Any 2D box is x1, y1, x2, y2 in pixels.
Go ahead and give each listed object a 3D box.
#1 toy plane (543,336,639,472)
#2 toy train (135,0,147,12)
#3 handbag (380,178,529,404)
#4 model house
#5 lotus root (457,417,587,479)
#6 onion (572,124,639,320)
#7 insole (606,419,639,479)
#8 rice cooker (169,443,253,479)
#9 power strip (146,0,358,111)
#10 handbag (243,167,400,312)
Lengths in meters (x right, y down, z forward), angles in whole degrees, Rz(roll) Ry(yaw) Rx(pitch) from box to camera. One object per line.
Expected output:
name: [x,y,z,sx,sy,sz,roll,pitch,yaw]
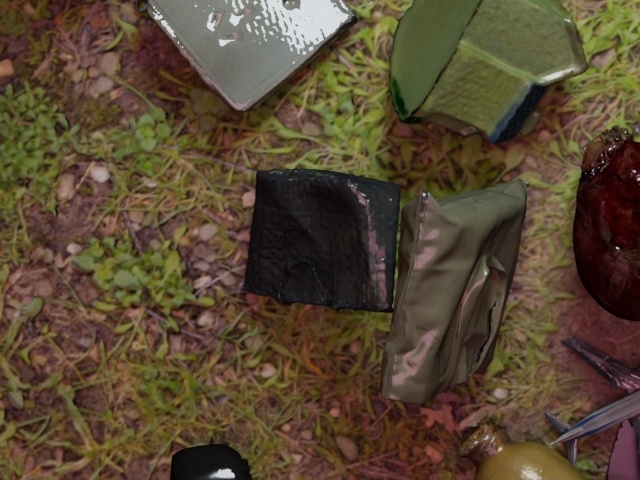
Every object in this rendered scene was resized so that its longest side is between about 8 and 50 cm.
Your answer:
toy plane: [0.393,0.210,1.816,0.226,0.058,0.226,-27,78,8]
toy train: [-0.161,-0.395,1.846,0.055,0.048,0.252,40,96,4]
handbag: [0.159,0.054,1.719,0.109,0.316,0.253,15,102,23]
model house: [0.210,-0.227,1.780,0.189,0.195,0.214,21,110,-20]
lotus root: [0.289,0.354,1.793,0.303,0.131,0.146,43,130,0]
onion: [0.441,-0.018,1.733,0.281,0.281,0.221,5,137,5]
insole: [0.431,0.377,1.851,0.119,0.009,0.348,-3,92,7]
rice cooker: [-0.130,0.360,1.837,0.118,0.142,0.203,-17,95,-6]
power strip: [-0.089,-0.286,1.837,0.213,0.064,0.198,-39,87,-8]
handbag: [0.000,0.000,1.782,0.270,0.088,0.175,8,92,48]
